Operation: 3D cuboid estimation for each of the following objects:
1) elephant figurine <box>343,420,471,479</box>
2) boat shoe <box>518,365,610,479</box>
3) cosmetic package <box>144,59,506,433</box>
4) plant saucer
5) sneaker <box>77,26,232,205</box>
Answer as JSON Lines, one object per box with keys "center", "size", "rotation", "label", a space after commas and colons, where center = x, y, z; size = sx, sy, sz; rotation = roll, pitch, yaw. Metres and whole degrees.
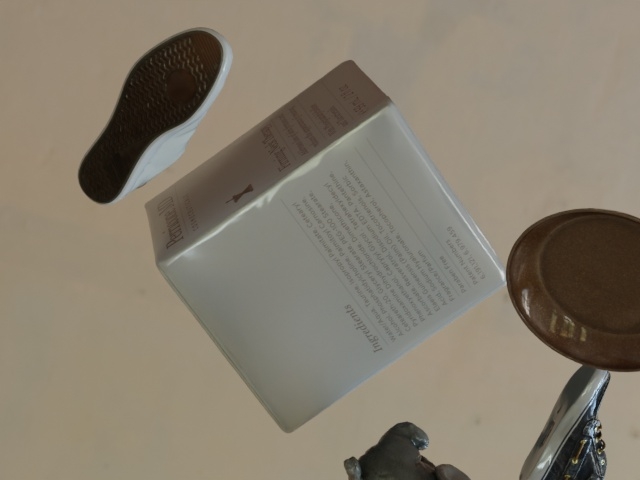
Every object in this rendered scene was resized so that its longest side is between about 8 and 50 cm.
{"center": [0.162, 0.366, 2.028], "size": [0.239, 0.169, 0.186], "rotation": [34, -132, 21], "label": "elephant figurine"}
{"center": [0.315, 0.230, 1.780], "size": [0.083, 0.183, 0.065], "rotation": [26, -166, -7], "label": "boat shoe"}
{"center": [0.000, 0.000, 2.180], "size": [0.327, 0.394, 0.329], "rotation": [54, -178, -19], "label": "cosmetic package"}
{"center": [0.282, 0.042, 1.462], "size": [0.199, 0.198, 0.036], "rotation": [12, -141, 21], "label": "plant saucer"}
{"center": [-0.201, -0.171, 1.929], "size": [0.106, 0.290, 0.123], "rotation": [48, -151, 6], "label": "sneaker"}
